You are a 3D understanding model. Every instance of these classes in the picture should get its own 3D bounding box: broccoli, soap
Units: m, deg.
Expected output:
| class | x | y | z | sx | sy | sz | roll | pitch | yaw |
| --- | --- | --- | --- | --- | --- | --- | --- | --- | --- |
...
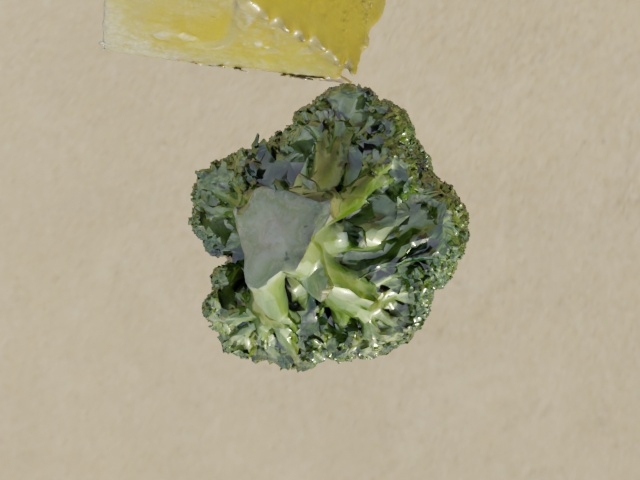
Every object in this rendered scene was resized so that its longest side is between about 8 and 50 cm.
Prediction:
| class | x | y | z | sx | sy | sz | roll | pitch | yaw |
| --- | --- | --- | --- | --- | --- | --- | --- | --- | --- |
| broccoli | 0.000 | 0.000 | 0.827 | 0.162 | 0.138 | 0.146 | -39 | 74 | 18 |
| soap | -0.068 | -0.320 | 1.662 | 0.338 | 0.169 | 0.304 | 7 | 156 | -7 |
